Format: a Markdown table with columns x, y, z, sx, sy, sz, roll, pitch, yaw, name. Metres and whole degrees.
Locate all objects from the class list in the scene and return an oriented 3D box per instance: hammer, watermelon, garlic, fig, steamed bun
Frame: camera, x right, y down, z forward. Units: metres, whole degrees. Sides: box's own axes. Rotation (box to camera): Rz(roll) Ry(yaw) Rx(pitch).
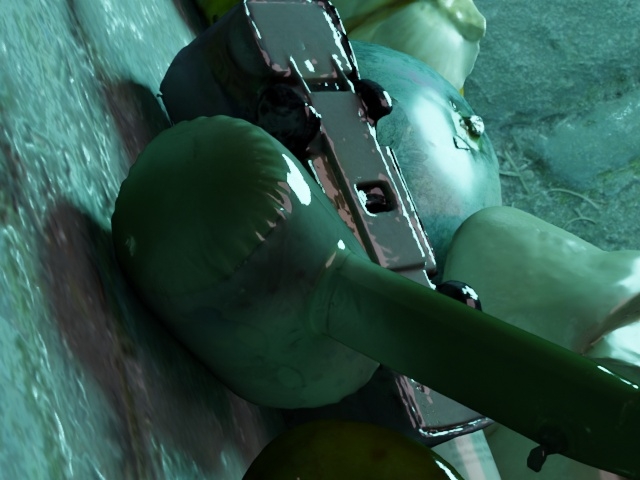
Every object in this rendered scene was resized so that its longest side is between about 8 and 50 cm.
| x | y | z | sx | sy | sz | roll | pitch | yaw | name |
| --- | --- | --- | --- | --- | --- | --- | --- | --- | --- |
| 0.046 | 0.056 | 1.024 | 0.335 | 0.119 | 0.206 | 25 | -14 | 33 | hammer |
| 0.062 | -0.071 | 1.696 | 0.188 | 0.175 | 0.322 | 48 | 19 | -65 | watermelon |
| 0.086 | -0.234 | 2.155 | 0.286 | 0.249 | 0.313 | 50 | -11 | 0 | garlic |
| 0.032 | 0.176 | 1.003 | 0.142 | 0.148 | 0.186 | 18 | -5 | 36 | fig |
| 0.242 | 0.172 | 1.609 | 0.342 | 0.255 | 0.367 | 51 | 46 | -49 | steamed bun |

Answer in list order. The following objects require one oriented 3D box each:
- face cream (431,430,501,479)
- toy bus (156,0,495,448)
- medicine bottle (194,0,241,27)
| x | y | z | sx | sy | sz | roll | pitch | yaw | name |
| --- | --- | --- | --- | --- | --- | --- | --- | --- | --- |
| 0.036 | 0.050 | 1.478 | 0.102 | 0.102 | 0.345 | 36 | 32 | -73 | face cream |
| 0.000 | 0.000 | 1.269 | 0.112 | 0.138 | 0.317 | -3 | 69 | -48 | toy bus |
| -0.080 | -0.283 | 1.607 | 0.124 | 0.124 | 0.239 | 19 | 49 | -78 | medicine bottle |
